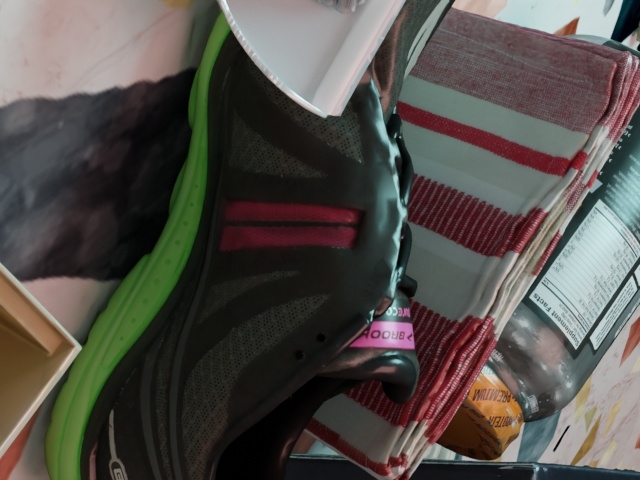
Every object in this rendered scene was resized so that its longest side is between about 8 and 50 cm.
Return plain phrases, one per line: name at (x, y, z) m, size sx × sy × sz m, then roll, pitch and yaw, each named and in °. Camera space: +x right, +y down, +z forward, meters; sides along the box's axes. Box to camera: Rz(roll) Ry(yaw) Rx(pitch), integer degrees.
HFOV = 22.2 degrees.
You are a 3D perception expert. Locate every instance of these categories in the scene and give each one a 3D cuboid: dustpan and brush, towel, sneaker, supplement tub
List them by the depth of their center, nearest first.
dustpan and brush at (-0.034, -0.175, 0.878) m, size 0.147 × 0.211 × 0.060 m, roll -60°, pitch -161°, yaw -2°
sneaker at (0.000, 0.000, 1.038) m, size 0.185 × 0.202 × 0.483 m, roll -5°, pitch 120°, yaw -62°
towel at (0.066, -0.011, 1.146) m, size 0.037 × 0.237 × 0.329 m, roll 35°, pitch 84°, yaw -37°
supplement tub at (0.178, 0.006, 1.386) m, size 0.338 × 0.207 × 0.207 m, roll -51°, pitch 154°, yaw -19°

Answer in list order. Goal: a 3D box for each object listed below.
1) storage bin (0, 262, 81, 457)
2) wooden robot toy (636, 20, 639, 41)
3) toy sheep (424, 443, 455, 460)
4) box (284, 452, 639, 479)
storage bin at (-0.268, 0.077, 0.698) m, size 0.262 × 0.123 × 0.260 m, roll -54°, pitch 155°, yaw -14°
wooden robot toy at (0.404, -0.246, 1.707) m, size 0.173 × 0.079 × 0.076 m, roll -34°, pitch 144°, yaw -46°
toy sheep at (0.090, 0.197, 1.562) m, size 0.091 × 0.091 × 0.132 m, roll -59°, pitch 168°, yaw -5°
box at (0.102, 0.265, 1.308) m, size 0.296 × 0.294 × 0.183 m, roll 16°, pitch 76°, yaw -55°
